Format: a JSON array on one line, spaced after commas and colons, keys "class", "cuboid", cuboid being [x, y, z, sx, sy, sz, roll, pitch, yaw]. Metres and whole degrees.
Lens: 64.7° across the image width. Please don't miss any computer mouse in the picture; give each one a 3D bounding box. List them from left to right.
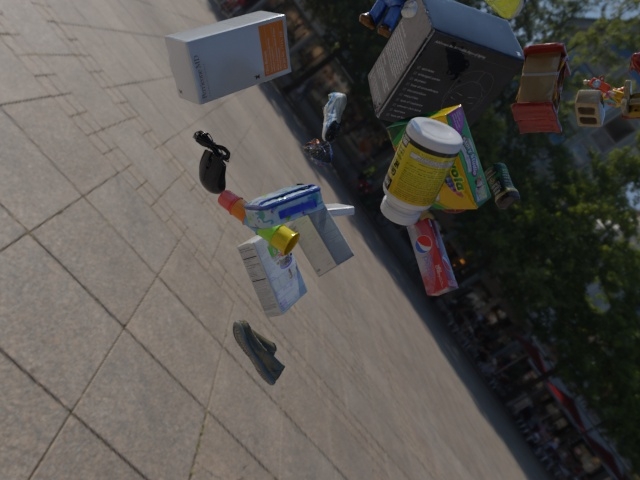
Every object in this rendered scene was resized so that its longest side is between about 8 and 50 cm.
[{"class": "computer mouse", "cuboid": [-0.440, -0.284, 2.006, 0.188, 0.072, 0.272, 36, -38, 22]}]

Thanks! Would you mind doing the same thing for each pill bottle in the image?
[{"class": "pill bottle", "cuboid": [0.321, -0.222, 1.687, 0.187, 0.334, 0.188, 12, 37, -10]}]

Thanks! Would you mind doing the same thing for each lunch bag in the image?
[{"class": "lunch bag", "cuboid": [-0.107, -0.105, 1.529, 0.176, 0.218, 0.090, 13, -58, 60]}]

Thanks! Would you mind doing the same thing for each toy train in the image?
[{"class": "toy train", "cuboid": [0.792, -0.419, 1.399, 0.125, 0.046, 0.166, 33, 17, 17]}]

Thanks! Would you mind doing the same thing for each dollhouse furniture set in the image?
[{"class": "dollhouse furniture set", "cuboid": [0.723, -0.406, 1.354, 0.373, 0.202, 0.152, 9, -13, 35]}]

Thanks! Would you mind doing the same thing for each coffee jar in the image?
[{"class": "coffee jar", "cuboid": [0.754, -0.225, 2.103, 0.079, 0.096, 0.185, 3, 57, -29]}]

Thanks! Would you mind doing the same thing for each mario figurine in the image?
[{"class": "mario figurine", "cuboid": [0.253, -0.881, 1.738, 0.197, 0.321, 0.170, 21, 24, -19]}]

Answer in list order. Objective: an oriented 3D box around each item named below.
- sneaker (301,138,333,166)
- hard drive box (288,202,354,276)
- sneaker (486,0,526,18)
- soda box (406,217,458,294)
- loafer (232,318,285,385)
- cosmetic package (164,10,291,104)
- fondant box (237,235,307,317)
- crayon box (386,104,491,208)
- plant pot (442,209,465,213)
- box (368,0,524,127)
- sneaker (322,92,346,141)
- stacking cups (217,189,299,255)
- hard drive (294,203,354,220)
[{"class": "sneaker", "cuboid": [0.004, -0.306, 1.814, 0.087, 0.083, 0.221, 52, 2, -25]}, {"class": "hard drive box", "cuboid": [0.000, 0.000, 1.895, 0.232, 0.089, 0.181, 60, -30, 4]}, {"class": "sneaker", "cuboid": [0.352, -0.642, 1.178, 0.384, 0.147, 0.145, 30, 15, -41]}, {"class": "soda box", "cuboid": [0.395, 0.059, 1.795, 0.083, 0.092, 0.264, 12, 58, -53]}, {"class": "loafer", "cuboid": [-0.193, 0.341, 1.602, 0.094, 0.087, 0.251, 12, -47, 57]}, {"class": "cosmetic package", "cuboid": [-0.337, -0.706, 1.930, 0.161, 0.453, 0.230, 28, -42, 38]}, {"class": "fondant box", "cuboid": [-0.200, 0.129, 2.175, 0.238, 0.096, 0.331, -37, 110, -58]}, {"class": "crayon box", "cuboid": [0.443, -0.298, 1.913, 0.313, 0.106, 0.363, 6, -55, 59]}, {"class": "plant pot", "cuboid": [0.635, -0.276, 2.490, 0.272, 0.272, 0.265, 50, 15, -21]}, {"class": "box", "cuboid": [0.536, -0.754, 2.232, 0.479, 0.472, 0.298, 8, 56, -23]}, {"class": "sneaker", "cuboid": [0.041, -0.487, 2.005, 0.085, 0.086, 0.237, 61, 40, -55]}, {"class": "stacking cups", "cuboid": [-0.224, -0.074, 1.767, 0.316, 0.096, 0.096, 35, 7, 11]}, {"class": "hard drive", "cuboid": [-0.043, -0.139, 2.464, 0.233, 0.352, 0.047, -160, -114, -66]}]
